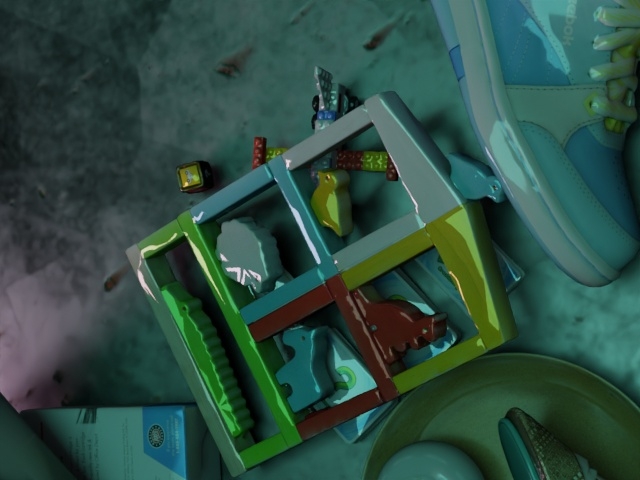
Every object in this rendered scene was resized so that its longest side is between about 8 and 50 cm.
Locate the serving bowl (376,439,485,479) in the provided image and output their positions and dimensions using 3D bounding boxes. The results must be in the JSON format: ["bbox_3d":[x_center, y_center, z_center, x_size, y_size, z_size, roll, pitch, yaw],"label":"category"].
[{"bbox_3d":[0.073,0.181,1.133,0.083,0.027,0.083,-1,88,24],"label":"serving bowl"}]

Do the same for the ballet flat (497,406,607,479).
[{"bbox_3d":[0.179,0.202,1.078,0.067,0.073,0.206,-17,84,-6],"label":"ballet flat"}]

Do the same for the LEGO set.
[{"bbox_3d":[0.000,0.000,1.188,0.182,0.060,0.244,-46,74,13],"label":"LEGO set"}]

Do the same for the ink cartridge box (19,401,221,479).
[{"bbox_3d":[-0.168,0.177,1.250,0.180,0.060,0.104,-3,88,22],"label":"ink cartridge box"}]

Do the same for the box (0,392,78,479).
[{"bbox_3d":[-0.278,0.276,1.110,0.183,0.296,0.294,-39,95,31],"label":"box"}]

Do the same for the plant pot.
[{"bbox_3d":[0.141,0.196,1.137,0.236,0.032,0.236,-1,88,22],"label":"plant pot"}]

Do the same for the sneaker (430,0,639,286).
[{"bbox_3d":[0.194,-0.144,1.074,0.208,0.127,0.319,-23,81,22],"label":"sneaker"}]

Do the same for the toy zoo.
[{"bbox_3d":[0.011,0.026,1.155,0.293,0.030,0.192,-29,83,29],"label":"toy zoo"}]
